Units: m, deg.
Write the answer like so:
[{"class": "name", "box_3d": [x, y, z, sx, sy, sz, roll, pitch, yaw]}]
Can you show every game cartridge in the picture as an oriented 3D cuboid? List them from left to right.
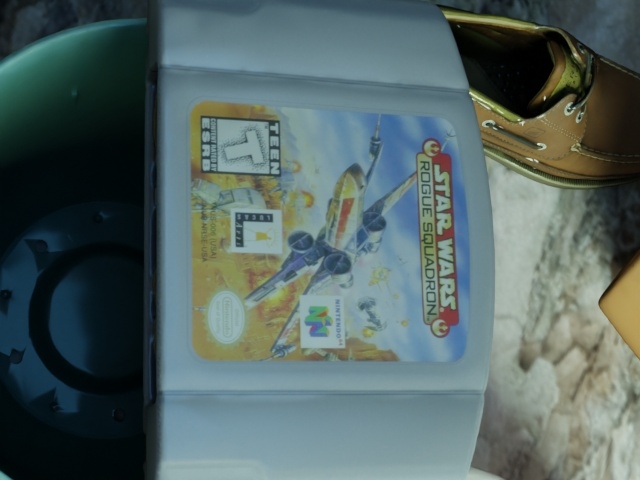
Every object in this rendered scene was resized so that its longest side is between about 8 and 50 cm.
[{"class": "game cartridge", "box_3d": [0.000, 0.000, 0.685, 0.198, 0.062, 0.297, 1, 79, -14]}]

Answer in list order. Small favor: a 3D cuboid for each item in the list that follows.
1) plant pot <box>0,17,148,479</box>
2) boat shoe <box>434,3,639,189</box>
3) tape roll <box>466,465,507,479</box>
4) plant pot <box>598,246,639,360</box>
[{"class": "plant pot", "box_3d": [-0.123, 0.034, 0.790, 0.292, 0.235, 0.293, 4, 79, -18]}, {"class": "boat shoe", "box_3d": [0.177, -0.115, 0.987, 0.307, 0.104, 0.111, 9, 76, -16]}, {"class": "tape roll", "box_3d": [0.081, 0.340, 0.799, 0.392, 0.072, 0.392, 20, 59, -37]}, {"class": "plant pot", "box_3d": [0.355, 0.038, 0.939, 0.203, 0.291, 0.291, 39, 69, 10]}]
